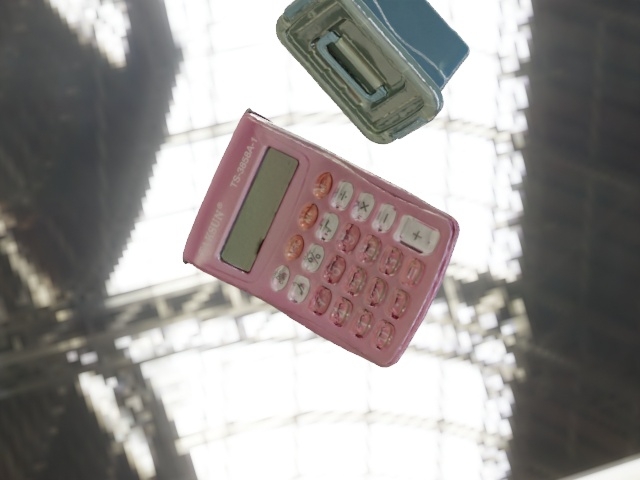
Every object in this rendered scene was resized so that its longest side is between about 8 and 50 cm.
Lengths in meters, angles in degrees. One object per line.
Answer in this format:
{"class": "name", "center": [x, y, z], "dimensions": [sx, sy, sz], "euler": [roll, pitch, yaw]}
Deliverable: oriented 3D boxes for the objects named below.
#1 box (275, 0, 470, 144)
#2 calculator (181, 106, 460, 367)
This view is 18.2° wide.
{"class": "box", "center": [0.033, -0.111, 1.119], "dimensions": [0.099, 0.054, 0.074], "euler": [48, -35, -9]}
{"class": "calculator", "center": [0.000, 0.000, 1.445], "dimensions": [0.190, 0.034, 0.126], "euler": [28, -79, 15]}
